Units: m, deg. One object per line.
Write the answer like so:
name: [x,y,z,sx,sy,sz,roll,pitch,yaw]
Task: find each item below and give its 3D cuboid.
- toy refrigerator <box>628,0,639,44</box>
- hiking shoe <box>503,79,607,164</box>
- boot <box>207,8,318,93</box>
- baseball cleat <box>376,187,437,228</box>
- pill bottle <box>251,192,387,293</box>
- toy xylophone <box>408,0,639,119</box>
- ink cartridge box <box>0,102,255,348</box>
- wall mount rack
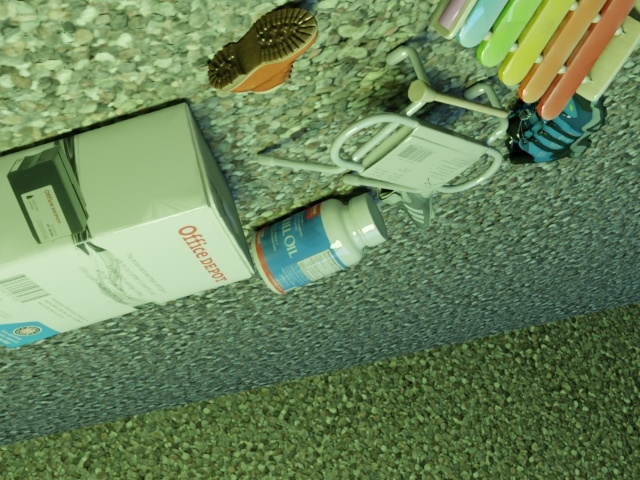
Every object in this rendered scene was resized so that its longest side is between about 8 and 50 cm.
toy refrigerator: [0.531,-0.341,1.086,0.270,0.094,0.102,-12,165,-10]
hiking shoe: [0.355,-0.188,1.288,0.132,0.113,0.304,-19,158,4]
boot: [-0.052,-0.222,0.996,0.158,0.059,0.085,-22,162,35]
baseball cleat: [0.155,-0.079,1.491,0.110,0.072,0.206,-3,154,3]
pill bottle: [0.000,0.000,1.468,0.222,0.124,0.124,-24,157,15]
toy xylophone: [0.247,-0.243,1.017,0.323,0.081,0.236,1,127,-36]
ink cartridge box: [-0.319,-0.007,1.160,0.395,0.166,0.285,-16,159,1]
wall mount rack: [0.094,-0.137,1.221,0.304,0.130,0.350,-36,151,32]
